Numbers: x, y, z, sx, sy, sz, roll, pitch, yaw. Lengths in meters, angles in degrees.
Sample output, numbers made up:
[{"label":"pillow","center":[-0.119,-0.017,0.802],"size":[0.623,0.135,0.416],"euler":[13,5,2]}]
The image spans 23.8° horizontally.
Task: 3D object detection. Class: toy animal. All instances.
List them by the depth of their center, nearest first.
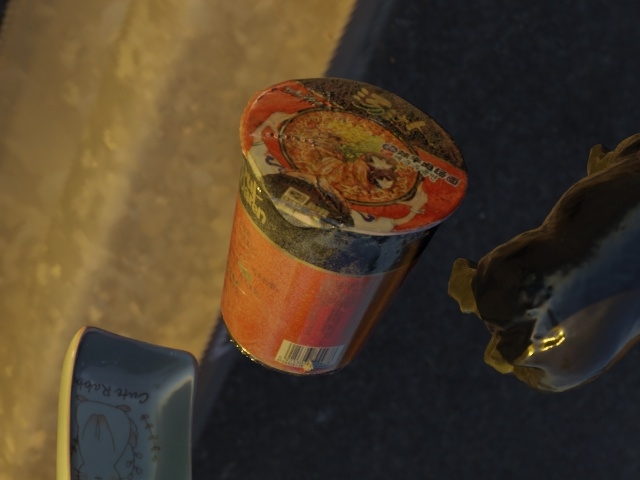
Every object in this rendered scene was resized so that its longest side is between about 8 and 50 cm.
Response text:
[{"label":"toy animal","center":[0.243,-0.028,1.009],"size":[0.343,0.168,0.106],"euler":[-34,106,3]}]

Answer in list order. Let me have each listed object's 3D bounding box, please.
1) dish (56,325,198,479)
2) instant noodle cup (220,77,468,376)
[{"label":"dish","center":[-0.196,0.201,1.467],"size":[0.151,0.212,0.077],"euler":[20,148,-41]},{"label":"instant noodle cup","center":[0.002,0.000,0.833],"size":[0.127,0.127,0.136],"euler":[-11,139,-31]}]
